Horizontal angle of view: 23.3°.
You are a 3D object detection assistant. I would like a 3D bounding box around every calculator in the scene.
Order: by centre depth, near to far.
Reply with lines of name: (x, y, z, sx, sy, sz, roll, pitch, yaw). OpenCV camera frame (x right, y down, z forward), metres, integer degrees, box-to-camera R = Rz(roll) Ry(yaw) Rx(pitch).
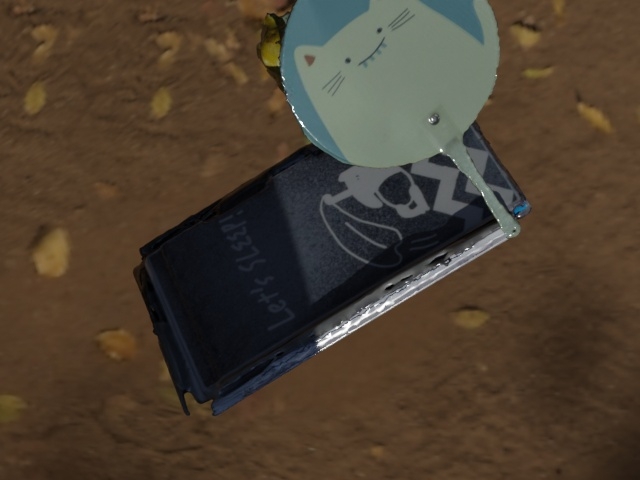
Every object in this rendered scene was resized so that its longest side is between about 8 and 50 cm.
calculator: (0.000, 0.000, 1.087, 0.274, 0.165, 0.028, -31, 141, 5)

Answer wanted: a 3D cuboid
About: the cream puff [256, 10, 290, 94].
cream puff: (0.031, -0.156, 1.262, 0.156, 0.156, 0.121, -36, 68, -21)

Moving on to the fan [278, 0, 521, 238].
fan: (0.052, -0.067, 0.772, 0.113, 0.005, 0.175, -39, 112, -3)
